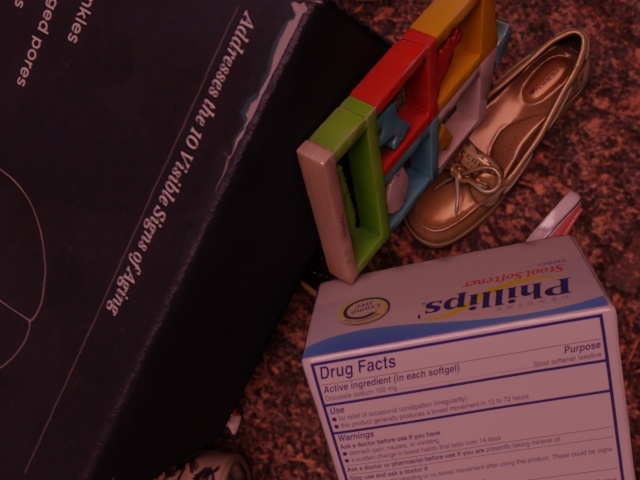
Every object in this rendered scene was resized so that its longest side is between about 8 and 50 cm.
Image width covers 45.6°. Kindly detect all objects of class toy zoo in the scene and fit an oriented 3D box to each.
[{"bbox_3d":[0.093,-0.116,0.717,0.030,0.192,0.293,30,67,25],"label":"toy zoo"}]

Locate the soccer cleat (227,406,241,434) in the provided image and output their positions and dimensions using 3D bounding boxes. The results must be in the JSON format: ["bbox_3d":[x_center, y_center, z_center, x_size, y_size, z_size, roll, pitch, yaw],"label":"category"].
[{"bbox_3d":[-0.136,0.215,0.917,0.083,0.029,0.036,4,80,8],"label":"soccer cleat"}]

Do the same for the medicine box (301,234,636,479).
[{"bbox_3d":[0.149,0.172,0.739,0.263,0.149,0.289,-11,112,10],"label":"medicine box"}]

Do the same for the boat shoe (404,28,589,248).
[{"bbox_3d":[0.192,-0.117,0.853,0.104,0.089,0.285,37,92,13],"label":"boat shoe"}]

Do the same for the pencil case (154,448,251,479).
[{"bbox_3d":[-0.265,0.308,0.854,0.410,0.183,0.160,1,96,11],"label":"pencil case"}]

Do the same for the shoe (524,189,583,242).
[{"bbox_3d":[0.252,0.036,0.840,0.081,0.063,0.178,37,97,12],"label":"shoe"}]

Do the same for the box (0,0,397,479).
[{"bbox_3d":[-0.248,-0.083,0.744,0.471,0.297,0.480,32,103,17],"label":"box"}]

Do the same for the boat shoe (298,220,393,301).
[{"bbox_3d":[0.000,0.000,0.873,0.307,0.104,0.111,42,93,13],"label":"boat shoe"}]
